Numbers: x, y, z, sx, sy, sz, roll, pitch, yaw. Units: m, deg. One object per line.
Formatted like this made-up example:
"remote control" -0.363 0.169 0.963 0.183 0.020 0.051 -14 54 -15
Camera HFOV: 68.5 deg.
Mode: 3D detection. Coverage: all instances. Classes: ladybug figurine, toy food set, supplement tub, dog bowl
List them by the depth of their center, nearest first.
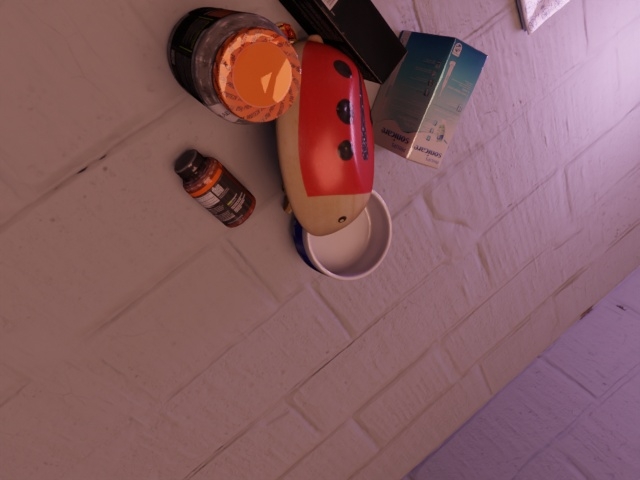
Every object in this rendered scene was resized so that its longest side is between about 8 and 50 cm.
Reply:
"supplement tub" -0.171 -0.340 0.910 0.193 0.316 0.194 -14 122 -23
"ladybug figurine" 0.023 -0.234 1.064 0.305 0.161 0.450 -28 114 -63
"toy food set" -0.086 -0.456 1.084 0.082 0.020 0.083 -28 127 -14
"supplement tub" -0.250 -0.125 1.115 0.106 0.106 0.198 -45 128 -2
"dog bowl" 0.061 -0.027 1.300 0.264 0.104 0.265 -3 96 -26

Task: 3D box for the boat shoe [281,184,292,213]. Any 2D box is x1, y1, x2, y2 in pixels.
"boat shoe" -0.080 -0.140 1.246 0.045 0.050 0.136 12 99 -31

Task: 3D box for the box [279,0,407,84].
"box" 0.045 -0.483 1.044 0.261 0.184 0.103 37 91 -39

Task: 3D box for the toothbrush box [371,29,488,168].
"toothbrush box" 0.256 -0.364 1.212 0.126 0.216 0.296 10 109 -34

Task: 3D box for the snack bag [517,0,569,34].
"snack bag" 0.667 -0.821 1.319 0.342 0.037 0.323 -41 128 -6
